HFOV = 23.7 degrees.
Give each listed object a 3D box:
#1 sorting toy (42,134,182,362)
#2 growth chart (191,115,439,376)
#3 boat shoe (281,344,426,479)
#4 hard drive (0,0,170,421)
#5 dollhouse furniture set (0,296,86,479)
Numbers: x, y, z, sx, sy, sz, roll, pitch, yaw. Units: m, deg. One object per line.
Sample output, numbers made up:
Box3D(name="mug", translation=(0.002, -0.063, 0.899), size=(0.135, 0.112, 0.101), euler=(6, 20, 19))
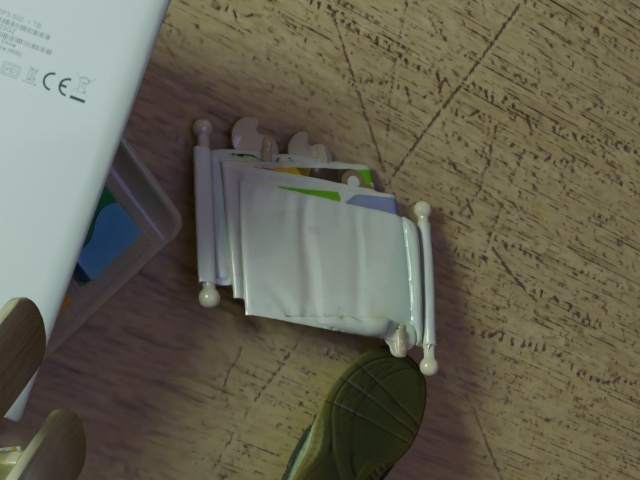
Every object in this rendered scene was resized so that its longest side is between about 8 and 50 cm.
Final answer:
Box3D(name="sorting toy", translation=(-0.214, -0.019, 1.047), size=(0.208, 0.038, 0.193), euler=(-44, 110, -27))
Box3D(name="growth chart", translation=(0.000, 0.000, 1.190), size=(0.237, 0.021, 0.172), euler=(17, 64, -28))
Box3D(name="boat shoe", translation=(0.011, 0.174, 1.176), size=(0.080, 0.073, 0.223), euler=(37, 50, -8))
Box3D(name="hard drive", translation=(-0.237, -0.059, 0.970), size=(0.203, 0.040, 0.307), euler=(19, 92, -21))
Box3D(name="dollhouse furniture set", translation=(-0.238, 0.131, 0.916), size=(0.161, 0.212, 0.242), euler=(-64, 145, -58))
